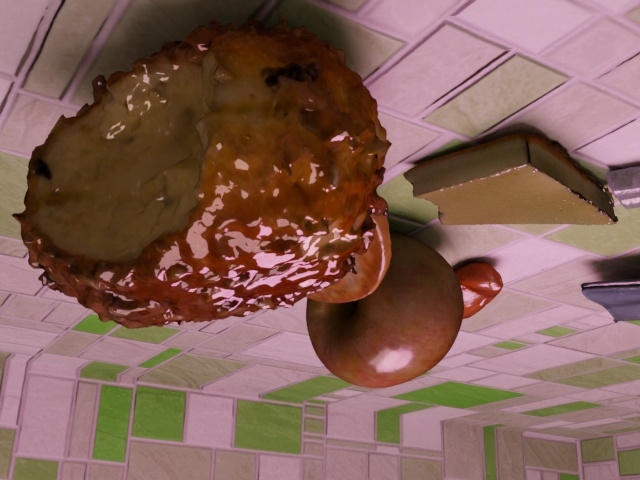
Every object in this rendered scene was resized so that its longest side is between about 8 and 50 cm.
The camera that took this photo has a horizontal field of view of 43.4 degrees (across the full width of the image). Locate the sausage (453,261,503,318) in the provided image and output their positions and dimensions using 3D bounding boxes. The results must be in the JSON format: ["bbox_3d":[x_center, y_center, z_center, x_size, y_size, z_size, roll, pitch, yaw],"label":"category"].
[{"bbox_3d":[0.266,0.089,1.456,0.089,0.089,0.179,11,153,-21],"label":"sausage"}]

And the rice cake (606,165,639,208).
[{"bbox_3d":[0.501,-0.081,1.065,0.226,0.040,0.085,-8,157,21],"label":"rice cake"}]

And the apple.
[{"bbox_3d":[0.108,0.114,1.296,0.256,0.257,0.233,-17,155,39],"label":"apple"}]

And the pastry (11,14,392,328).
[{"bbox_3d":[-0.098,-0.059,0.859,0.405,0.293,0.337,-26,156,29],"label":"pastry"}]

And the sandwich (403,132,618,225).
[{"bbox_3d":[0.256,-0.064,1.109,0.212,0.063,0.245,-14,153,41],"label":"sandwich"}]

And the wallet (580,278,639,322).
[{"bbox_3d":[0.623,0.102,1.438,0.251,0.054,0.290,-10,166,32],"label":"wallet"}]

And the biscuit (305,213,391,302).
[{"bbox_3d":[0.000,0.000,1.155,0.205,0.040,0.309,51,143,-9],"label":"biscuit"}]
